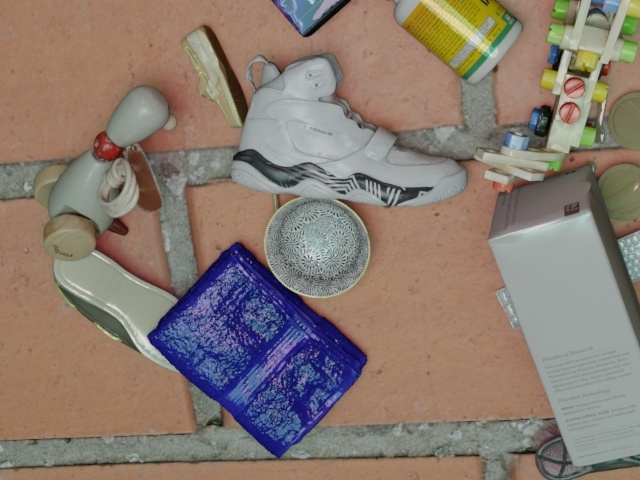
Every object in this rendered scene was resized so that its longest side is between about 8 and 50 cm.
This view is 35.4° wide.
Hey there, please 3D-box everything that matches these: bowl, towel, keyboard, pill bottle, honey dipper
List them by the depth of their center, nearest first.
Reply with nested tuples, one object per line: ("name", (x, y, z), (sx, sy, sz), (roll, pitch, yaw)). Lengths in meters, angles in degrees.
("pill bottle", (0.182, -0.335, 1.465), (0.208, 0.117, 0.118), (40, 108, -3))
("keyboard", (0.406, 0.063, 1.582), (0.256, 0.014, 0.072), (-26, 101, 22))
("bowl", (0.000, 0.000, 1.608), (0.170, 0.080, 0.170), (3, 107, 9))
("honey dipper", (-0.072, -0.049, 1.636), (0.030, 0.030, 0.161), (-3, 101, 10))
("towel", (-0.100, 0.179, 1.640), (0.308, 0.076, 0.228), (42, 82, -5))

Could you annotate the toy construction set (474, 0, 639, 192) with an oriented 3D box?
("toy construction set", (0.349, -0.210, 1.422), (0.151, 0.215, 0.328), (28, 109, 2))

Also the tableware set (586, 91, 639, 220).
("tableware set", (0.472, -0.126, 1.514), (0.128, 0.039, 0.194), (14, 103, 30))

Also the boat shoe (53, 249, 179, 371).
("boat shoe", (-0.319, 0.121, 1.690), (0.305, 0.091, 0.109), (38, 65, -8))

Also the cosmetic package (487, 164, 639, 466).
("cosmetic package", (0.386, 0.108, 1.479), (0.156, 0.217, 0.385), (-19, 104, 21))

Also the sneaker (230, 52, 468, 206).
("sneaker", (0.048, -0.170, 1.522), (0.365, 0.137, 0.210), (5, 105, 5))

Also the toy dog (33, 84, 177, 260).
("toy dog", (-0.318, -0.092, 1.588), (0.333, 0.161, 0.220), (-22, 61, 43))

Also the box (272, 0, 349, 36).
("box", (-0.028, -0.428, 1.477), (0.153, 0.108, 0.207), (-40, 96, 16))

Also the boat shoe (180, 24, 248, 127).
("boat shoe", (-0.167, -0.250, 1.578), (0.059, 0.063, 0.170), (-22, 92, 17))

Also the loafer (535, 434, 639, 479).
("loafer", (0.483, 0.332, 1.640), (0.267, 0.084, 0.096), (-15, 72, 9))
